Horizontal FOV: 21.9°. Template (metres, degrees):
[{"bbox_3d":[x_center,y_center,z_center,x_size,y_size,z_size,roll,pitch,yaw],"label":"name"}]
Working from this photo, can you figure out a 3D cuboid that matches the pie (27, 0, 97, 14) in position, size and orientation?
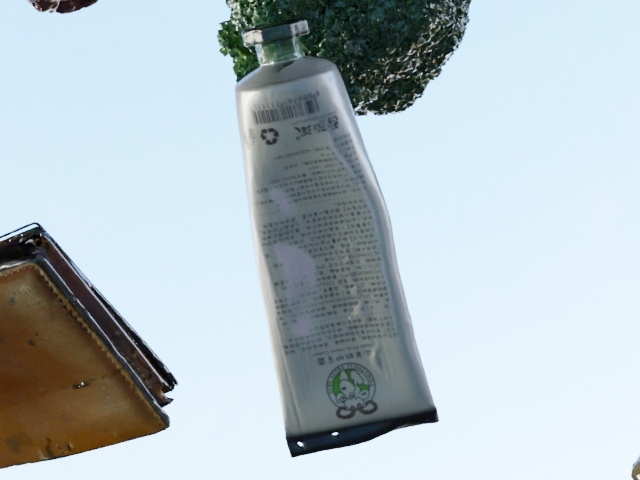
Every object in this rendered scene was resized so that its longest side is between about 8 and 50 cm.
[{"bbox_3d":[-0.281,-0.316,1.908,0.154,0.038,0.153,-29,-16,-9],"label":"pie"}]

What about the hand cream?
[{"bbox_3d":[0.000,0.000,1.253,0.121,0.336,0.076,-10,13,10],"label":"hand cream"}]

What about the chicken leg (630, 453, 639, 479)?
[{"bbox_3d":[0.242,0.125,0.983,0.125,0.080,0.196,-56,-24,19],"label":"chicken leg"}]

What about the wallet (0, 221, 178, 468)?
[{"bbox_3d":[-0.207,0.078,1.101,0.196,0.042,0.161,-19,-61,34],"label":"wallet"}]

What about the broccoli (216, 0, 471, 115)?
[{"bbox_3d":[0.011,-0.230,1.403,0.295,0.245,0.265,23,-71,-41],"label":"broccoli"}]
